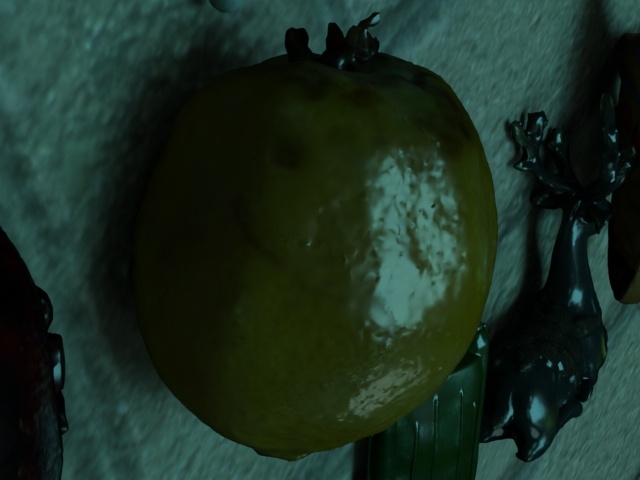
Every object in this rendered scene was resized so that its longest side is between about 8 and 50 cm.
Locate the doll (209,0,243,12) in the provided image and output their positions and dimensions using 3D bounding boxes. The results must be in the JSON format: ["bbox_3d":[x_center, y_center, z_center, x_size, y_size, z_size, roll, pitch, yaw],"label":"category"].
[{"bbox_3d":[-0.054,-0.169,0.803,0.135,0.071,0.113,15,110,-55],"label":"doll"}]

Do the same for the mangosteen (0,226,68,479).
[{"bbox_3d":[-0.181,0.057,0.559,0.210,0.210,0.209,-36,135,-48],"label":"mangosteen"}]

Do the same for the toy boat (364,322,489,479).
[{"bbox_3d":[0.069,0.147,1.185,0.104,0.052,0.210,-19,122,-38],"label":"toy boat"}]

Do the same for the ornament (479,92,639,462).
[{"bbox_3d":[0.167,0.016,1.263,0.202,0.080,0.236,-41,140,-52],"label":"ornament"}]

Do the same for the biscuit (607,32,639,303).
[{"bbox_3d":[0.252,-0.072,1.331,0.183,0.043,0.280,-96,-167,-56],"label":"biscuit"}]

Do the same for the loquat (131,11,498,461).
[{"bbox_3d":[0.000,0.000,0.871,0.187,0.176,0.234,-33,138,-73],"label":"loquat"}]
